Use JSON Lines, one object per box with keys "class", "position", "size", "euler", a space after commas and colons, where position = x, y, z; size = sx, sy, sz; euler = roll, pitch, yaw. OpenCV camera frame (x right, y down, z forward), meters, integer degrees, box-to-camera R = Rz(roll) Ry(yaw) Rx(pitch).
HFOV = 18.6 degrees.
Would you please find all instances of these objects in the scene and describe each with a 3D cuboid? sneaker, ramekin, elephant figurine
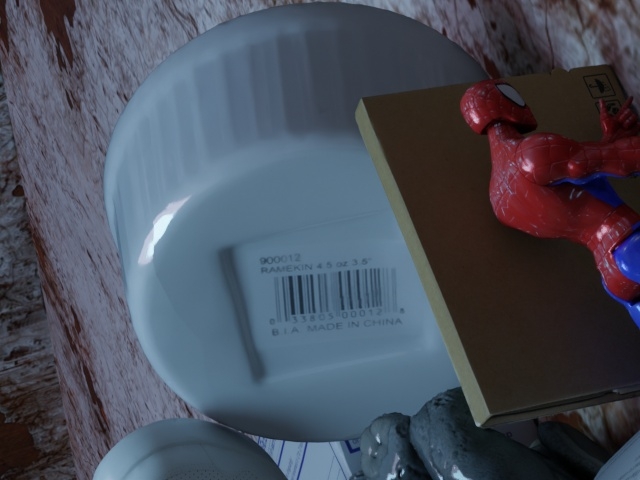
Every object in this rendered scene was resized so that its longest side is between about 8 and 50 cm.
{"class": "sneaker", "position": [-0.019, 0.234, 1.267], "size": [0.292, 0.108, 0.169], "euler": [44, -179, -44]}
{"class": "ramekin", "position": [0.000, 0.000, 1.250], "size": [0.135, 0.277, 0.277], "euler": [-97, 2, -53]}
{"class": "elephant figurine", "position": [0.144, 0.173, 1.209], "size": [0.169, 0.239, 0.186], "euler": [-39, 54, 38]}

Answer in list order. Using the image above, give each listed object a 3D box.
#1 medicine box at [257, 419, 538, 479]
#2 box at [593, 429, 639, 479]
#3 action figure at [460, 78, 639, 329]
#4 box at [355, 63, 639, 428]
{"class": "medicine box", "position": [0.073, 0.210, 1.497], "size": [0.263, 0.149, 0.289], "euler": [102, 147, -59]}
{"class": "box", "position": [0.208, 0.177, 0.938], "size": [0.182, 0.119, 0.181], "euler": [33, 156, 5]}
{"class": "action figure", "position": [0.196, 0.001, 1.022], "size": [0.280, 0.139, 0.091], "euler": [45, 155, 11]}
{"class": "box", "position": [0.124, -0.003, 1.070], "size": [0.021, 0.164, 0.201], "euler": [118, 137, -55]}
